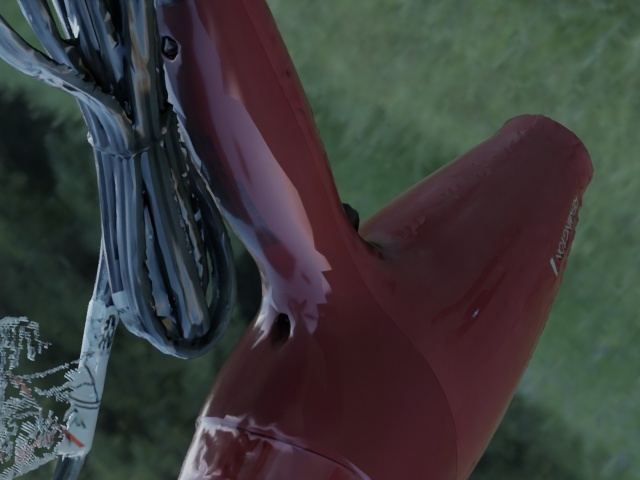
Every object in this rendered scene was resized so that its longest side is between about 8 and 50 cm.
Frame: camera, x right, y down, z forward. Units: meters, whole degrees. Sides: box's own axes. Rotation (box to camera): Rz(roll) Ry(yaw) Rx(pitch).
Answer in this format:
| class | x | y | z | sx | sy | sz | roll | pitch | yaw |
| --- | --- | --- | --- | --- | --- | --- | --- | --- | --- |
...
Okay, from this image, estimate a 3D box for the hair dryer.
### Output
| class | x | y | z | sx | sy | sz | roll | pitch | yaw |
| --- | --- | --- | --- | --- | --- | --- | --- | --- | --- |
| hair dryer | 0.000 | 0.000 | 0.425 | 0.080 | 0.223 | 0.293 | 19 | -168 | 32 |
